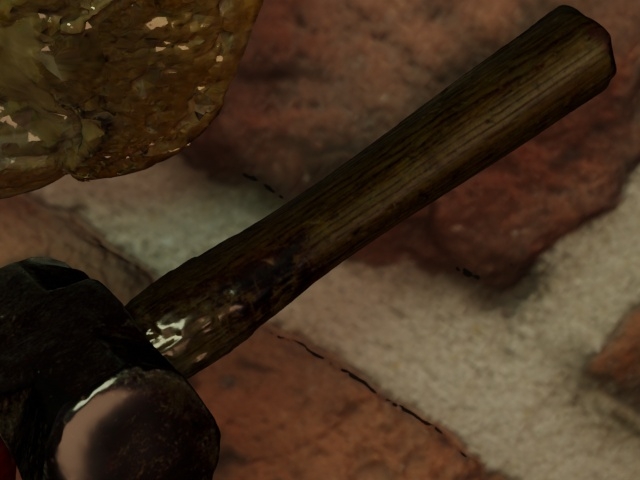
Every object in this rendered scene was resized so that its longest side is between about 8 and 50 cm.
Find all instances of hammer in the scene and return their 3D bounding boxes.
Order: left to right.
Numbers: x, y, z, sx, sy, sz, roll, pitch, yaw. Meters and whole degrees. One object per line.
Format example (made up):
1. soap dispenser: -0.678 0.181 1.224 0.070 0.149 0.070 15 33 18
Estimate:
1. hammer: 0.000 0.000 1.003 0.409 0.242 0.095 -33 112 -12

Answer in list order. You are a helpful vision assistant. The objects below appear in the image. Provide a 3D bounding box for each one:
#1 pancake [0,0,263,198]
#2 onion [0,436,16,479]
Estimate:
1. pancake: -0.203 -0.157 0.901 0.387 0.082 0.387 -2 137 -2
2. onion: -0.234 0.133 1.045 0.131 0.131 0.131 -4 113 -9
